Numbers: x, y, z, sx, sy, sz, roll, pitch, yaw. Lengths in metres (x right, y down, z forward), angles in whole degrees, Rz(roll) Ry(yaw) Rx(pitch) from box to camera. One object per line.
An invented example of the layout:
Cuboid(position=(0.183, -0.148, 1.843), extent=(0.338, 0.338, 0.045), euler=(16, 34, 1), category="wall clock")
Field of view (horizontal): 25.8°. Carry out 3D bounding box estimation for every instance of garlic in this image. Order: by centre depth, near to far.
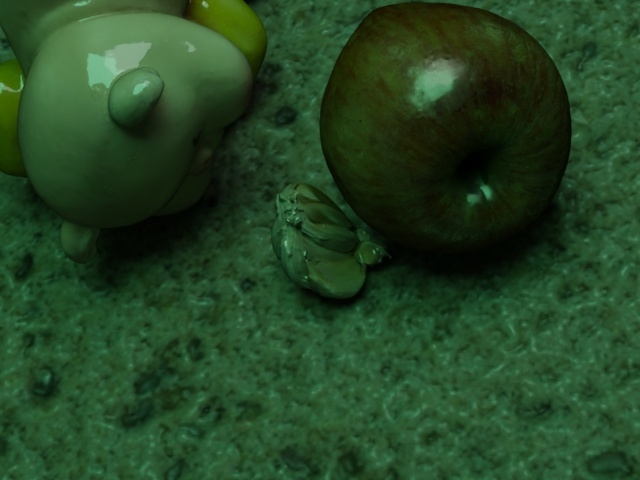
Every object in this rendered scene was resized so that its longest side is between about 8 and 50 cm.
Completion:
Cuboid(position=(-0.005, 0.002, 1.230), extent=(0.074, 0.094, 0.113), euler=(-48, 53, 33), category="garlic")

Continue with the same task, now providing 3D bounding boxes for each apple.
Cuboid(position=(0.105, -0.096, 1.182), extent=(0.211, 0.211, 0.188), euler=(-23, 32, 0), category="apple")

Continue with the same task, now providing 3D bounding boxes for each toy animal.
Cuboid(position=(-0.152, -0.152, 1.238), extent=(0.277, 0.345, 0.247), euler=(-1, 38, -25), category="toy animal")
